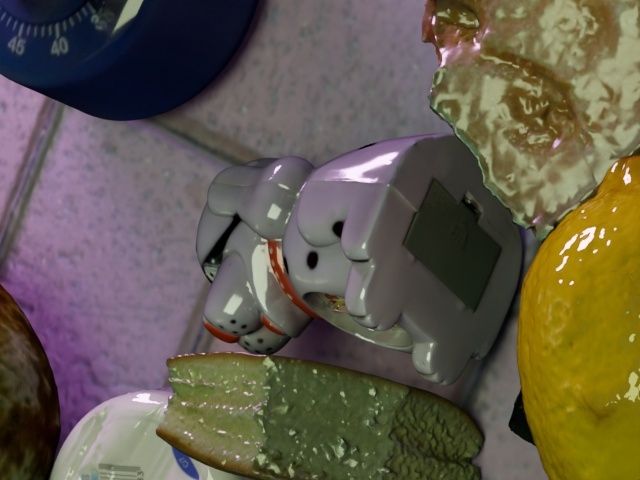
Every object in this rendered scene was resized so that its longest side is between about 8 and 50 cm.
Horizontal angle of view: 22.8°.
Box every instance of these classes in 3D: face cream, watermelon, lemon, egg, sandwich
[{"bbox_3d":[-0.123,0.223,1.305,0.206,0.111,0.206,-3,84,30],"label":"face cream"},{"bbox_3d":[0.199,-0.180,1.110,0.264,0.151,0.302,49,115,23],"label":"watermelon"},{"bbox_3d":[0.250,0.086,1.002,0.260,0.260,0.284,-46,74,21],"label":"lemon"},{"bbox_3d":[-0.345,0.141,1.375,0.238,0.238,0.289,-22,55,29],"label":"egg"},{"bbox_3d":[0.001,0.144,1.187,0.258,0.096,0.094,12,78,1],"label":"sandwich"}]

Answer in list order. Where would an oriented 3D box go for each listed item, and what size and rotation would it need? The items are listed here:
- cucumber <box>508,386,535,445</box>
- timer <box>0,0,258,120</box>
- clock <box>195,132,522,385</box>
[{"bbox_3d":[0.199,0.048,1.144,0.078,0.062,0.211,21,98,31],"label":"cucumber"},{"bbox_3d":[-0.251,-0.250,1.251,0.270,0.383,0.270,-3,85,32],"label":"timer"},{"bbox_3d":[0.001,0.002,1.214,0.254,0.189,0.188,3,89,39],"label":"clock"}]
